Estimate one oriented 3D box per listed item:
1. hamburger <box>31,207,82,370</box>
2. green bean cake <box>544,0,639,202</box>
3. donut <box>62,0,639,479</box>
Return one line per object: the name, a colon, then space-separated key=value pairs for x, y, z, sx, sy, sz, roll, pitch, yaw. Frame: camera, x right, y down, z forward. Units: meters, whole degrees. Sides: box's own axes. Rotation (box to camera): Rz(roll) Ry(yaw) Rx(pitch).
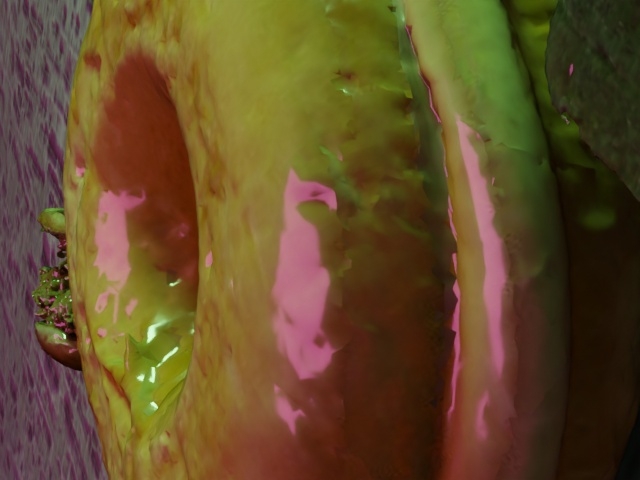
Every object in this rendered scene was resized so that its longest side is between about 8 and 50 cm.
hamburger: x=-0.144 y=0.041 z=1.132 sx=0.185 sy=0.159 sz=0.131 roll=2 pitch=88 yaw=41
green bean cake: x=0.163 y=-0.083 z=0.443 sx=0.181 sy=0.094 sz=0.173 roll=-118 pitch=35 yaw=-48
donut: x=0.000 y=0.000 z=0.704 sx=0.449 sy=0.198 sz=0.449 roll=179 pitch=90 yaw=-68
